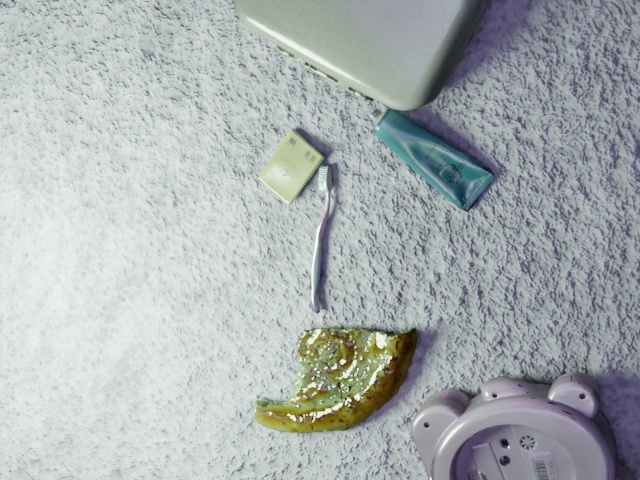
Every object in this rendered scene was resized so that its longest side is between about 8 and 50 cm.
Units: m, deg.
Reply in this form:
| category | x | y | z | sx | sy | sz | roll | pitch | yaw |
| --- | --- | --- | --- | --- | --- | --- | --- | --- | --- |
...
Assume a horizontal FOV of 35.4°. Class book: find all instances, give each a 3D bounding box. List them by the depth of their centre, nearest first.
| category | x | y | z | sx | sy | sz | roll | pitch | yaw |
| --- | --- | --- | --- | --- | --- | --- | --- | --- | --- |
| book | -0.051 | -0.126 | 1.738 | 0.077 | 0.014 | 0.111 | 43 | 114 | 14 |

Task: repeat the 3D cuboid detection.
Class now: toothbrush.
| category | x | y | z | sx | sy | sz | roll | pitch | yaw |
| --- | --- | --- | --- | --- | --- | --- | --- | --- | --- |
| toothbrush | 0.000 | 0.000 | 1.751 | 0.027 | 0.021 | 0.269 | 16 | 109 | 36 |

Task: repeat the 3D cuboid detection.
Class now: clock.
| category | x | y | z | sx | sy | sz | roll | pitch | yaw |
| --- | --- | --- | --- | --- | --- | --- | --- | --- | --- |
| clock | 0.338 | 0.369 | 1.673 | 0.322 | 0.113 | 0.295 | -20 | 96 | 22 |

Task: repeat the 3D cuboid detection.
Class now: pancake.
| category | x | y | z | sx | sy | sz | roll | pitch | yaw |
| --- | --- | --- | --- | --- | --- | --- | --- | --- | --- |
| pancake | 0.023 | 0.242 | 1.788 | 0.376 | 0.054 | 0.197 | -39 | 88 | 23 |

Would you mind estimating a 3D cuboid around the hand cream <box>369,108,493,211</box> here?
| category | x | y | z | sx | sy | sz | roll | pitch | yaw |
| --- | --- | --- | --- | --- | --- | --- | --- | --- | --- |
| hand cream | 0.173 | -0.141 | 1.643 | 0.224 | 0.048 | 0.083 | 36 | 110 | 3 |

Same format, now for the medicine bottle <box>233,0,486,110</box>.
| category | x | y | z | sx | sy | sz | roll | pitch | yaw |
| --- | --- | --- | --- | --- | --- | --- | --- | --- | --- |
| medicine bottle | 0.056 | -0.382 | 1.576 | 0.375 | 0.123 | 0.282 | 31 | 111 | 11 |

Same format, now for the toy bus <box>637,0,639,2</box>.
| category | x | y | z | sx | sy | sz | roll | pitch | yaw |
| --- | --- | --- | --- | --- | --- | --- | --- | --- | --- |
| toy bus | 0.451 | -0.416 | 1.410 | 0.202 | 0.142 | 0.142 | 35 | 113 | 8 |
